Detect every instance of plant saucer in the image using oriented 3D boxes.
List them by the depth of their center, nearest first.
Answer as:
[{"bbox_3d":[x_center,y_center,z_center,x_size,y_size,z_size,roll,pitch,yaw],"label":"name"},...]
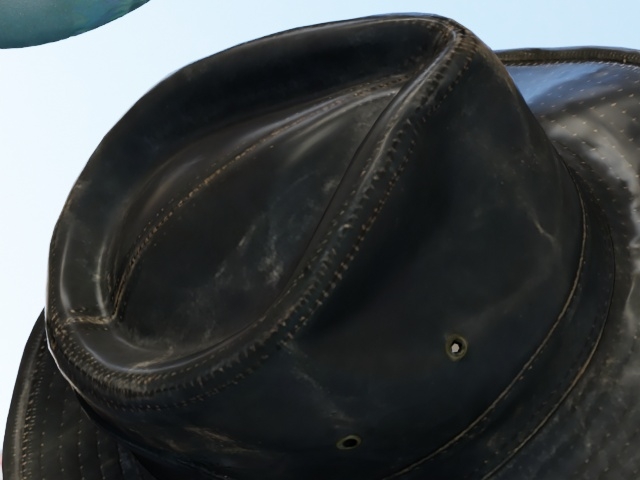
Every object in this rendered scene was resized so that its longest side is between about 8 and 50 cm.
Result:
[{"bbox_3d":[-0.100,-0.119,0.507,0.119,0.119,0.021,46,-18,46],"label":"plant saucer"}]

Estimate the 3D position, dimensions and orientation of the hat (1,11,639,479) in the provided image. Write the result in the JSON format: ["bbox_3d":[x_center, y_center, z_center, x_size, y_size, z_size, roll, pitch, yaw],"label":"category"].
[{"bbox_3d":[0.000,0.000,0.471,0.331,0.331,0.134,46,-10,45],"label":"hat"}]
